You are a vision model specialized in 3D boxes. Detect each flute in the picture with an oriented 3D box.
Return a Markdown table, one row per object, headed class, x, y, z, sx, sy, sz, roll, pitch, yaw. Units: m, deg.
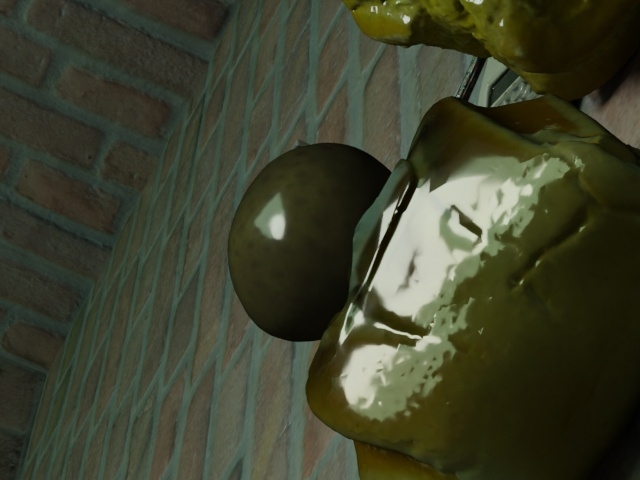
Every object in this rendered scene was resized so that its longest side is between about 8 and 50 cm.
| class | x | y | z | sx | sy | sz | roll | pitch | yaw |
| --- | --- | --- | --- | --- | --- | --- | --- | --- | --- |
| flute | 0.199 | -0.260 | 1.892 | 0.270 | 0.014 | 0.014 | -66 | 13 | 0 |

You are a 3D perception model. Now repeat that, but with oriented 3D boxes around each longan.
| class | x | y | z | sx | sy | sz | roll | pitch | yaw |
| --- | --- | --- | --- | --- | --- | --- | --- | --- | --- |
| longan | 0.000 | 0.000 | 1.839 | 0.220 | 0.196 | 0.196 | -61 | 10 | -24 |

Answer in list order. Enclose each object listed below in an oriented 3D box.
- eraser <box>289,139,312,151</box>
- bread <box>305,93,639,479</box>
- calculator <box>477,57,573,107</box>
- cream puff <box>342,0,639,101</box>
| class | x | y | z | sx | sy | sz | roll | pitch | yaw |
| --- | --- | --- | --- | --- | --- | --- | --- | --- | --- |
| eraser | -0.032 | -0.057 | 2.389 | 0.092 | 0.046 | 0.212 | -61 | 14 | 21 |
| bread | 0.111 | 0.055 | 1.261 | 0.341 | 0.210 | 0.300 | -63 | 11 | 15 |
| calculator | 0.185 | -0.112 | 1.627 | 0.177 | 0.040 | 0.268 | -48 | 23 | 55 |
| cream puff | 0.184 | -0.265 | 1.506 | 0.323 | 0.270 | 0.274 | -50 | -6 | 23 |
